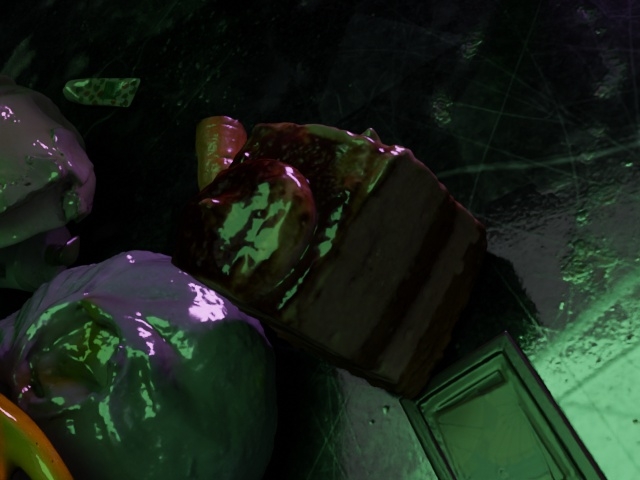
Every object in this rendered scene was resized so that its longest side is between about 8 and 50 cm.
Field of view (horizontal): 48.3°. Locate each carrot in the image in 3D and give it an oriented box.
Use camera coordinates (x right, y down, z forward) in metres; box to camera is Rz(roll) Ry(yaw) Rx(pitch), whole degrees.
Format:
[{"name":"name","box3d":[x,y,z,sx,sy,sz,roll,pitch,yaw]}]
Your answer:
[{"name":"carrot","box3d":[-0.133,-0.063,0.949,0.072,0.072,0.205,-15,65,26]}]

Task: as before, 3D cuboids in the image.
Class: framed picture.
[{"name":"framed picture","box3d":[0.162,0.185,0.651,0.128,0.023,0.168,-36,52,12]}]

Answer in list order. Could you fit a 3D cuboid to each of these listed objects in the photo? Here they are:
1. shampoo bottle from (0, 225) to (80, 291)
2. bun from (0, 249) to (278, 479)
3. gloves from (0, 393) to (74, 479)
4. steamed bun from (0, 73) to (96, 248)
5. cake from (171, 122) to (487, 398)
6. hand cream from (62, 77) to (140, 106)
[{"name":"shampoo bottle","box3d":[-0.459,0.023,1.090,0.234,0.087,0.118,-2,55,32]},{"name":"bun","box3d":[-0.224,0.167,0.763,0.362,0.211,0.362,-8,64,17]},{"name":"gloves","box3d":[-0.288,0.220,0.610,0.294,0.116,0.133,58,138,14]},{"name":"steamed bun","box3d":[-0.505,-0.129,1.033,0.394,0.237,0.346,-3,37,30]},{"name":"cake","box3d":[0.000,0.000,0.675,0.196,0.293,0.198,21,78,45]},{"name":"hand cream","box3d":[-0.381,-0.256,1.229,0.165,0.037,0.057,7,70,29]}]
